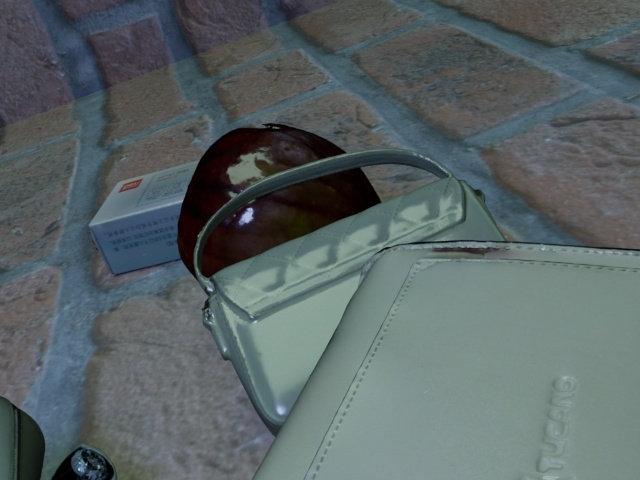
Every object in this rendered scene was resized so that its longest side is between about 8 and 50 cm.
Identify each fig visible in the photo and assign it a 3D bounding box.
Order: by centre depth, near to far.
[{"bbox_3d":[-0.004,-0.017,0.840,0.249,0.187,0.203,5,5,17],"label":"fig"}]

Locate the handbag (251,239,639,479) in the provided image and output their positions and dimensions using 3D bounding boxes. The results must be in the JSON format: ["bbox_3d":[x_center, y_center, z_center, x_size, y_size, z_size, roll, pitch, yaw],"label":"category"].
[{"bbox_3d":[0.077,0.149,0.442,0.236,0.160,0.358,9,34,19],"label":"handbag"}]

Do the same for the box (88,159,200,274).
[{"bbox_3d":[-0.145,-0.046,1.098,0.269,0.079,0.135,-14,26,11],"label":"box"}]

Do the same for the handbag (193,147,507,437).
[{"bbox_3d":[0.027,0.027,0.711,0.256,0.079,0.219,-22,64,-9],"label":"handbag"}]

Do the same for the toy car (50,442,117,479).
[{"bbox_3d":[-0.173,0.219,0.592,0.095,0.056,0.205,-53,20,12],"label":"toy car"}]

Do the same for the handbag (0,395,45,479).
[{"bbox_3d":[-0.266,0.242,0.527,0.241,0.109,0.315,-45,24,8],"label":"handbag"}]
